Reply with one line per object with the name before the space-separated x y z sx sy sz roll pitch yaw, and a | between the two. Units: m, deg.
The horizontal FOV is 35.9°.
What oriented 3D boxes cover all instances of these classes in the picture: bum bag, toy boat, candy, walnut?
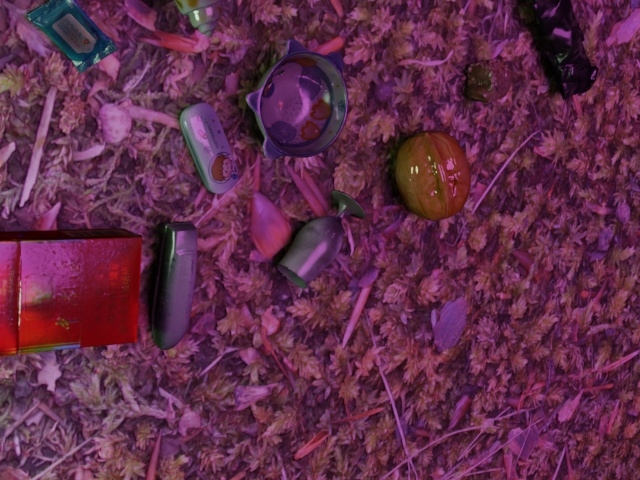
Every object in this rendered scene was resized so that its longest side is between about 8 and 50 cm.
bum bag | 0.565 -0.475 2.318 0.144 0.095 0.340 -50 130 -25
toy boat | -0.276 0.087 1.839 0.078 0.085 0.260 -6 115 -35
candy | 0.378 -0.358 2.220 0.110 0.085 0.095 -12 116 -46
walnut | 0.240 -0.139 2.117 0.159 0.159 0.206 -30 121 -28

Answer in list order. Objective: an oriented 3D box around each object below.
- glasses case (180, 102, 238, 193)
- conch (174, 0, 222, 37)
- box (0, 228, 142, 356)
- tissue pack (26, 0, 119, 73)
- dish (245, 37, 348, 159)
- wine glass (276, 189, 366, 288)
glasses case | -0.206 -0.171 1.844 0.067 0.045 0.178 -33 118 -26
conch | -0.238 -0.530 1.621 0.368 0.197 0.249 57 28 1
box | -0.465 0.085 1.685 0.313 0.089 0.197 -2 103 -35
tissue pack | -0.411 -0.348 1.645 0.085 0.028 0.138 -30 136 11
dish | -0.057 -0.275 1.907 0.236 0.086 0.227 -35 117 -25
wine glass | 0.000 0.000 2.007 0.202 0.093 0.093 -50 124 -17
